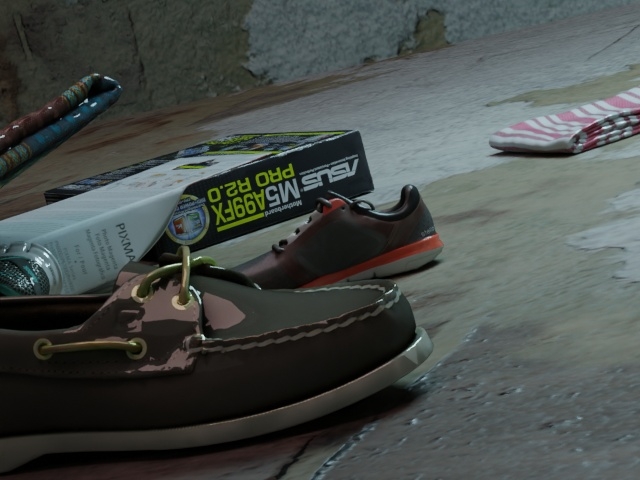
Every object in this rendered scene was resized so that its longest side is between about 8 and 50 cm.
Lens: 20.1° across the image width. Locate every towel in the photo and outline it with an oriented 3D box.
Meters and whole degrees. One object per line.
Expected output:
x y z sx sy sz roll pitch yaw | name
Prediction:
-0.327 0.002 1.313 0.271 0.040 0.370 -39 7 -40 | towel
0.261 -0.115 1.596 0.197 0.029 0.144 -18 9 -22 | towel

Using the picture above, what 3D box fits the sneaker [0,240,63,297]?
-0.261 0.046 1.231 0.166 0.065 0.076 -18 17 6 | sneaker

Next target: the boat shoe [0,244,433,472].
-0.093 0.055 0.938 0.305 0.091 0.109 -11 10 22 | boat shoe

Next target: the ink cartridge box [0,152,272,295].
-0.169 -0.007 1.400 0.232 0.066 0.189 -17 9 -26 | ink cartridge box

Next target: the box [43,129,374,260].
-0.109 -0.045 1.658 0.216 0.060 0.270 -18 10 -26 | box

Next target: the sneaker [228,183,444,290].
0.000 0.000 1.204 0.158 0.065 0.061 -15 9 -7 | sneaker
